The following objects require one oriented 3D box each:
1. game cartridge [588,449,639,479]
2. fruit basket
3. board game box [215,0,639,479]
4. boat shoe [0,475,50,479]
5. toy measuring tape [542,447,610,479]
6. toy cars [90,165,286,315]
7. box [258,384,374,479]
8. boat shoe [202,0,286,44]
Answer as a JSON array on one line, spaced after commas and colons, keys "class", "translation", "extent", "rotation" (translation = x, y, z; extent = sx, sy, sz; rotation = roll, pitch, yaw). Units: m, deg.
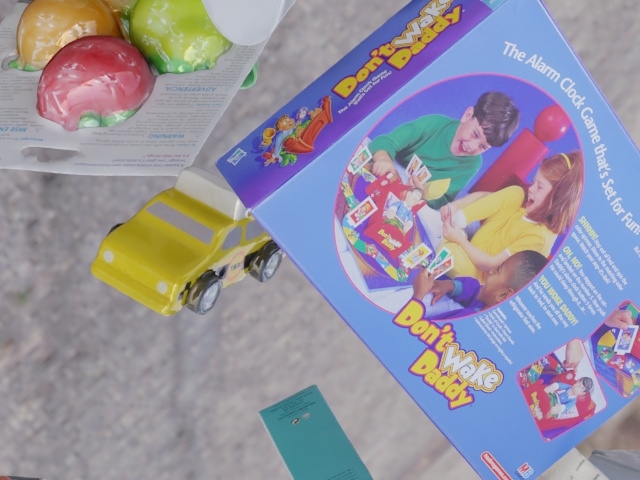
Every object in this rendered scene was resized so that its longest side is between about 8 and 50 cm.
[{"class": "game cartridge", "translation": [0.424, 0.251, 1.693], "extent": [0.297, 0.062, 0.198], "rotation": [5, -173, -25]}, {"class": "fruit basket", "translation": [-0.206, -0.169, 1.712], "extent": [0.165, 0.327, 0.353], "rotation": [70, 31, -42]}, {"class": "board game box", "translation": [0.122, 0.000, 1.209], "extent": [0.233, 0.078, 0.347], "rotation": [-39, 124, 1]}, {"class": "boat shoe", "translation": [-0.343, 0.295, 1.968], "extent": [0.043, 0.049, 0.137], "rotation": [-1, 167, 23]}, {"class": "toy measuring tape", "translation": [0.308, 0.274, 1.377], "extent": [0.121, 0.330, 0.121], "rotation": [-42, 160, -20]}, {"class": "toy cars", "translation": [0.000, 0.000, 1.431], "extent": [0.393, 0.176, 0.087], "rotation": [7, 118, -23]}, {"class": "box", "translation": [0.020, 0.222, 1.427], "extent": [0.060, 0.100, 0.244], "rotation": [-26, -153, -5]}, {"class": "boat shoe", "translation": [-0.064, -0.279, 1.413], "extent": [0.080, 0.228, 0.076], "rotation": [-3, -158, 21]}]
